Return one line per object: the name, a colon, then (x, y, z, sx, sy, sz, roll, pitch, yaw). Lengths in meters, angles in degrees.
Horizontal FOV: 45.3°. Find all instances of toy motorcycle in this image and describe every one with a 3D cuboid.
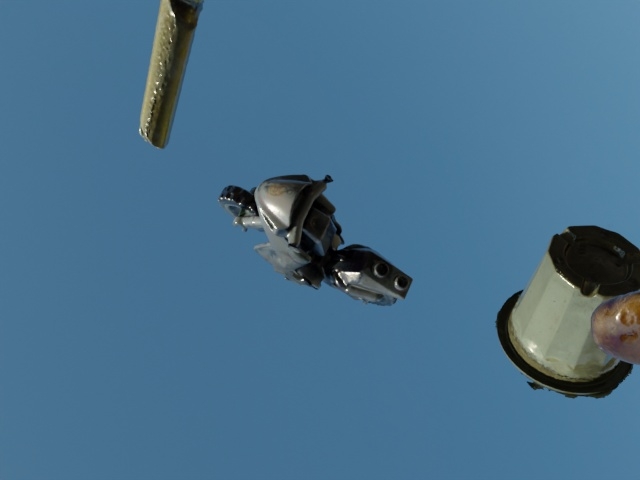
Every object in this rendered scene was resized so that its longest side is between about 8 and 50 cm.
toy motorcycle: (0.000, 0.000, 0.963, 0.270, 0.159, 0.106, 32, -113, -11)

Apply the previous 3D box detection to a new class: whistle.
whistle: (-0.220, -0.299, 1.146, 0.057, 0.068, 0.327, 1, -67, -41)

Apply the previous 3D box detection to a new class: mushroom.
mushroom: (0.388, 0.089, 0.865, 0.135, 0.171, 0.080, 8, -132, -18)

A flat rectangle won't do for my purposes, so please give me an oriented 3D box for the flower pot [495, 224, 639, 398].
flower pot: (0.505, 0.120, 1.491, 0.290, 0.259, 0.290, 2, -137, -2)
